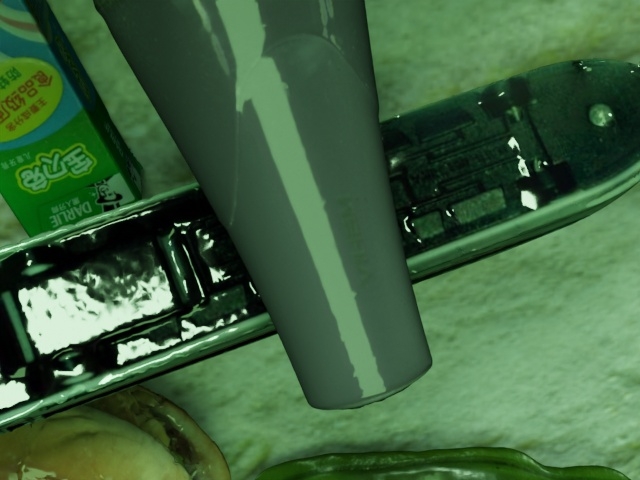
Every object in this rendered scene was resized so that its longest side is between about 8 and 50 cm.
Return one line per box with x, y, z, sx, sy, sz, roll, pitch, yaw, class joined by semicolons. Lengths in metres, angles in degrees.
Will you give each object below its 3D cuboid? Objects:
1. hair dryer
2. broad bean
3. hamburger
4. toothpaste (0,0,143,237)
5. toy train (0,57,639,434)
0.085;-0.116;0.557;0.361;0.121;0.301;-22;98;-12;hair dryer
0.084;0.180;0.817;0.318;0.056;0.098;-4;131;-2;broad bean
-0.174;0.196;0.729;0.243;0.146;0.286;-5;125;0;hamburger
-0.169;-0.114;0.569;0.065;0.050;0.267;-23;125;2;toothpaste
0.000;0.000;0.632;0.407;0.086;0.088;-19;166;-11;toy train
